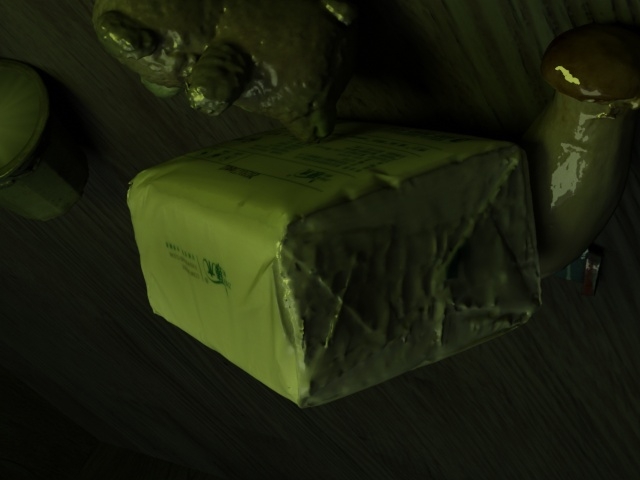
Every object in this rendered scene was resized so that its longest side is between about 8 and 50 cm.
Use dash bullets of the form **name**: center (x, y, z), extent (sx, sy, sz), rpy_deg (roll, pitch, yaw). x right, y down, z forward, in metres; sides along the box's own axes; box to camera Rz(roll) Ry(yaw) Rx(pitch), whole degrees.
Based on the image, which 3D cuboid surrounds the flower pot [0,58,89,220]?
- **flower pot**: center (-0.454, -0.139, 1.536), extent (0.212, 0.212, 0.202), rpy_deg (16, 167, 23)

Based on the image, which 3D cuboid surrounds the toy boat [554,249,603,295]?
- **toy boat**: center (0.288, 0.024, 1.268), extent (0.122, 0.034, 0.096), rpy_deg (19, 147, 21)

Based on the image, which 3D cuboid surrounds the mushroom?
- **mushroom**: center (0.243, -0.071, 1.021), extent (0.128, 0.128, 0.350), rpy_deg (22, 145, 11)

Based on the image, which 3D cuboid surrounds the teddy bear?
- **teddy bear**: center (-0.095, -0.202, 1.025), extent (0.267, 0.236, 0.151), rpy_deg (7, 125, -5)

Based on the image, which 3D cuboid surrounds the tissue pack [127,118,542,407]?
- **tissue pack**: center (0.000, 0.000, 1.070), extent (0.380, 0.297, 0.207), rpy_deg (21, 125, 60)
